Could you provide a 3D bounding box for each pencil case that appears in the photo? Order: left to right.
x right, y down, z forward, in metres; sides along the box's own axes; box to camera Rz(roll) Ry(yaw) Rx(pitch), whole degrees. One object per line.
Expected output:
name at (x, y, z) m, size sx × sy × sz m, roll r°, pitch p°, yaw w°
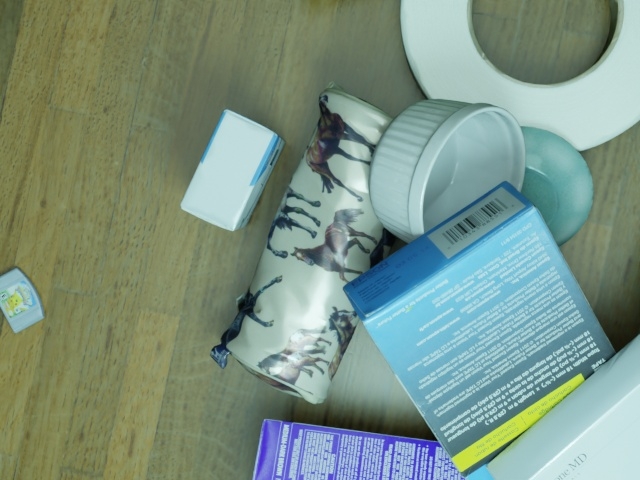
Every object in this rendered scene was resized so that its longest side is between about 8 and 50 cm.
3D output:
pencil case at (0.000, 0.000, 1.669) m, size 0.183 × 0.160 × 0.410 m, roll 24°, pitch 92°, yaw 31°

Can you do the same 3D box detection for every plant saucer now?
plant saucer at (0.267, -0.057, 1.671) m, size 0.195 × 0.037 × 0.195 m, roll 5°, pitch 118°, yaw 8°

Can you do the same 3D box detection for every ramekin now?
ramekin at (0.155, -0.082, 1.573) m, size 0.109 × 0.207 × 0.207 m, roll 24°, pitch 93°, yaw 40°

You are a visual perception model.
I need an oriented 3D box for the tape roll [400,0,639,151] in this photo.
tape roll at (0.301, -0.306, 1.689) m, size 0.392 × 0.072 × 0.392 m, roll 0°, pitch 91°, yaw 5°

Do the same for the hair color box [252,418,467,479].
hair color box at (0.086, 0.331, 1.648) m, size 0.339 × 0.185 × 0.110 m, roll 8°, pitch 63°, yaw 4°

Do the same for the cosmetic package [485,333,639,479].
cosmetic package at (0.434, 0.258, 1.497) m, size 0.377 × 0.097 × 0.284 m, roll -42°, pitch 106°, yaw 3°

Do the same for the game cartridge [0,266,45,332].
game cartridge at (-0.429, 0.083, 1.774) m, size 0.056 × 0.017 × 0.083 m, roll -29°, pitch 89°, yaw 0°

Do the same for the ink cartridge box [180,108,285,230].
ink cartridge box at (-0.113, -0.092, 1.661) m, size 0.082 × 0.191 × 0.139 m, roll 25°, pitch 93°, yaw 2°

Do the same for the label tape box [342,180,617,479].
label tape box at (0.213, 0.134, 1.514) m, size 0.241 × 0.106 × 0.333 m, roll -33°, pitch 116°, yaw -1°
